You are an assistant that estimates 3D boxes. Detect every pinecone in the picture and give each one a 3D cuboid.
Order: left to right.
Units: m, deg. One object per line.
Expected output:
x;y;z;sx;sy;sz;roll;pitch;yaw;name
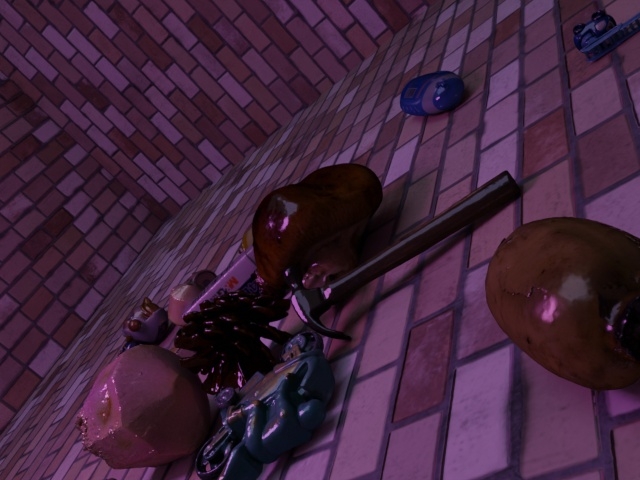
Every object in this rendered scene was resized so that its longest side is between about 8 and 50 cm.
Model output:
-0.161;0.195;1.283;0.228;0.203;0.201;-7;34;-1;pinecone

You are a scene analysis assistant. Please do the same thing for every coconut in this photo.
-0.335;0.327;1.300;0.245;0.233;0.233;-37;18;38;coconut
-0.377;0.175;1.932;0.116;0.116;0.122;-93;18;-68;coconut

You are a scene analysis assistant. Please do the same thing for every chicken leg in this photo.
-0.116;0.043;1.574;0.053;0.093;0.205;32;-119;-87;chicken leg

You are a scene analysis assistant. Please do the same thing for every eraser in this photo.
-0.191;0.120;1.639;0.287;0.130;0.086;-45;13;2;eraser

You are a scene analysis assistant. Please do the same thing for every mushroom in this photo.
0.000;0.000;1.411;0.345;0.260;0.345;-38;-10;-8;mushroom

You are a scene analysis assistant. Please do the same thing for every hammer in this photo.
0.140;0.014;1.161;0.439;0.044;0.168;-34;62;11;hammer

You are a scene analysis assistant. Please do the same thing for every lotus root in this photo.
0.270;0.060;0.693;0.160;0.146;0.284;-63;9;5;lotus root

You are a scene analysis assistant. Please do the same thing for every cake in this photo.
-0.384;0.312;1.756;0.121;0.052;0.065;-26;27;45;cake

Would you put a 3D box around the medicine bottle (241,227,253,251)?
-0.099;-0.021;1.764;0.238;0.124;0.124;-35;19;28;medicine bottle

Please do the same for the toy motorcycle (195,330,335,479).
-0.071;0.276;1.064;0.296;0.109;0.198;-47;27;-15;toy motorcycle

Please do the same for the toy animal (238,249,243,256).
-0.226;0.091;1.909;0.149;0.054;0.275;-38;20;29;toy animal

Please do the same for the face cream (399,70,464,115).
0.298;-0.388;1.774;0.149;0.083;0.264;-45;17;1;face cream

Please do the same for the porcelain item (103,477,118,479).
-0.406;0.545;1.256;0.081;0.069;0.216;-39;22;3;porcelain item

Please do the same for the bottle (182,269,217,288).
-0.378;0.144;2.074;0.099;0.099;0.152;-54;16;-29;bottle

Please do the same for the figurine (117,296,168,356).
-0.559;0.308;2.063;0.194;0.133;0.274;120;173;-46;figurine

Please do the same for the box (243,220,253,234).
-0.150;-0.026;1.950;0.146;0.088;0.200;-49;19;-17;box

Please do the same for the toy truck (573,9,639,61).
0.550;-0.401;1.275;0.136;0.063;0.074;-35;39;23;toy truck
